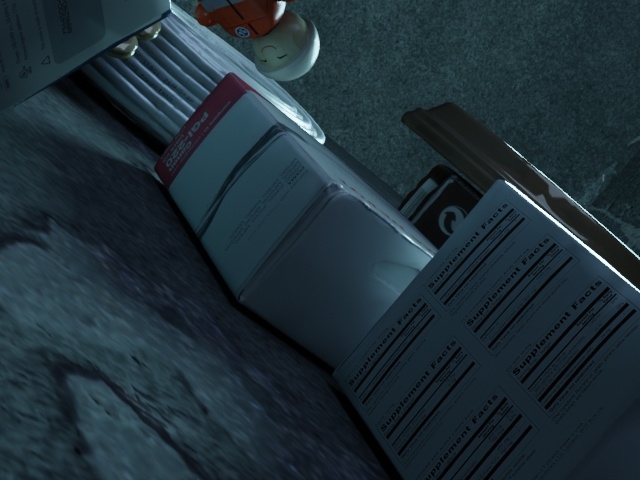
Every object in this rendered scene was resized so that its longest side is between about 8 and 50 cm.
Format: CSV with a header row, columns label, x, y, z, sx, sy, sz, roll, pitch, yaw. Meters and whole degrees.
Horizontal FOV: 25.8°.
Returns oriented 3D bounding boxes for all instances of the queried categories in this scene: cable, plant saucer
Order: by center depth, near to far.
label,x,y,z,sx,sy,sz,roll,pitch,yaw
plant saucer,0.180,-0.020,1.114,0.278,0.041,0.278,41,5,-5
cable,-0.111,-0.131,1.156,0.257,0.089,0.257,40,6,-6

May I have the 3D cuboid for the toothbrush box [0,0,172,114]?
label,x,y,z,sx,sy,sz,roll,pitch,yaw
toothbrush box,-0.214,-0.236,0.679,0.295,0.126,0.216,45,-25,25

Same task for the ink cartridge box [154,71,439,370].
label,x,y,z,sx,sy,sz,roll,pitch,yaw
ink cartridge box,0.000,0.000,0.884,0.158,0.092,0.218,37,5,-29

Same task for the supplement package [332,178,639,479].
label,x,y,z,sx,sy,sz,roll,pitch,yaw
supplement package,0.146,0.107,0.723,0.194,0.149,0.203,37,7,-27

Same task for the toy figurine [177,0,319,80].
label,x,y,z,sx,sy,sz,roll,pitch,yaw
toy figurine,-0.033,-0.259,1.175,0.148,0.213,0.209,46,-2,-40

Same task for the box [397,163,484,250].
label,x,y,z,sx,sy,sz,roll,pitch,yaw
box,0.202,0.111,1.137,0.381,0.143,0.191,39,5,-2

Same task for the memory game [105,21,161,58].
label,x,y,z,sx,sy,sz,roll,pitch,yaw
memory game,-0.198,-0.188,0.989,0.186,0.012,0.186,22,34,-16
